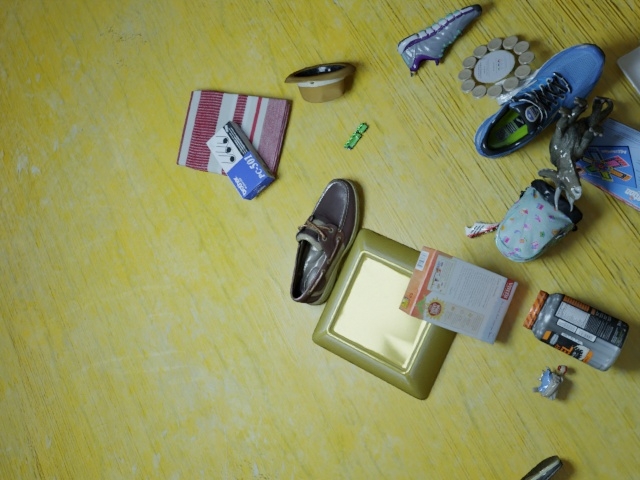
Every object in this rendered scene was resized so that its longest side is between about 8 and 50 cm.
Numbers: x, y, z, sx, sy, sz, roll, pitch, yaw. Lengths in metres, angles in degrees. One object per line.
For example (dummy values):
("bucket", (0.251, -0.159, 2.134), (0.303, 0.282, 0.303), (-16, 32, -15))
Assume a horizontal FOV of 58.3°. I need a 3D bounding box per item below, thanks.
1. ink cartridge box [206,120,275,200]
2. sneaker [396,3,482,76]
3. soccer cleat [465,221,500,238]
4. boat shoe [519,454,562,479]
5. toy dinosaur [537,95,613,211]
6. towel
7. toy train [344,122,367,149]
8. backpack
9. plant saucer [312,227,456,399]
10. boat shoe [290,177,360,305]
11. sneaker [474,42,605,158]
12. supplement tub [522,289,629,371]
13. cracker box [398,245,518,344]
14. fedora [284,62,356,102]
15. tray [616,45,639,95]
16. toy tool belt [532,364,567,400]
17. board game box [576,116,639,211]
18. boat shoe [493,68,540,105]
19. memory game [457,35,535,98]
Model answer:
("ink cartridge box", (-0.222, -0.221, 1.583), (0.097, 0.046, 0.207), (-40, 73, 17))
("sneaker", (0.310, -0.502, 1.444), (0.224, 0.083, 0.098), (-23, 97, 21))
("soccer cleat", (0.387, -0.032, 1.373), (0.083, 0.029, 0.035), (-22, 81, 22))
("boat shoe", (0.478, 0.533, 1.261), (0.049, 0.056, 0.152), (46, 110, 14))
("toy dinosaur", (0.548, -0.224, 1.248), (0.121, 0.160, 0.313), (25, 51, 9))
("towel", (-0.254, -0.302, 1.647), (0.329, 0.037, 0.236), (13, 91, 23))
("toy train", (0.094, -0.274, 1.519), (0.024, 0.017, 0.083), (39, 98, 10))
("backpack", (0.474, -0.035, 1.292), (0.182, 0.115, 0.152), (-47, 71, 9))
("plant saucer", (0.166, 0.173, 1.406), (0.333, 0.081, 0.332), (25, 92, 22))
("boat shoe", (0.000, 0.000, 1.460), (0.123, 0.123, 0.341), (22, 93, 29))
("sneaker", (0.485, -0.293, 1.268), (0.130, 0.147, 0.330), (45, 114, -1))
("supplement tub", (0.546, 0.189, 1.238), (0.190, 0.117, 0.117), (27, 94, 22))
("cracker box", (0.311, 0.124, 1.293), (0.232, 0.067, 0.155), (21, 91, -19))
("fedora", (0.003, -0.413, 1.518), (0.195, 0.194, 0.079), (-1, 119, 21))
("tray", (0.812, -0.408, 1.253), (0.270, 0.030, 0.145), (-30, 73, 15))
("toy tool belt", (0.508, 0.308, 1.274), (0.051, 0.052, 0.083), (22, 91, 13))
("board game box", (0.665, -0.150, 1.205), (0.145, 0.027, 0.281), (-47, 39, 9))
("boat shoe", (0.504, -0.364, 1.350), (0.184, 0.066, 0.063), (-12, 90, 18))
("memory game", (0.419, -0.414, 1.378), (0.186, 0.012, 0.186), (-16, 56, 26))
